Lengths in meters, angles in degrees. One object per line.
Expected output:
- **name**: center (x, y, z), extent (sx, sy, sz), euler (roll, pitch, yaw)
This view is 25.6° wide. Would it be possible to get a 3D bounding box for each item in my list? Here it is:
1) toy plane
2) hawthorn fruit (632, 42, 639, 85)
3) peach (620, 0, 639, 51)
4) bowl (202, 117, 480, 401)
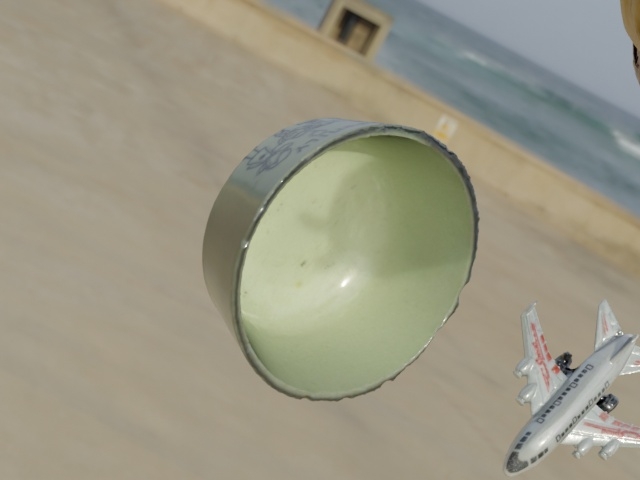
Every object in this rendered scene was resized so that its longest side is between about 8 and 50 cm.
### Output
- **toy plane**: center (0.212, 0.135, 1.185), extent (0.162, 0.171, 0.065), euler (44, -7, 6)
- **hawthorn fruit**: center (0.267, -0.125, 0.903), extent (0.172, 0.148, 0.148), euler (47, -4, -39)
- **peach**: center (0.247, -0.143, 0.752), extent (0.103, 0.179, 0.179), euler (61, 0, -18)
- **bowl**: center (0.000, 0.000, 1.023), extent (0.211, 0.211, 0.112), euler (19, 9, -41)
